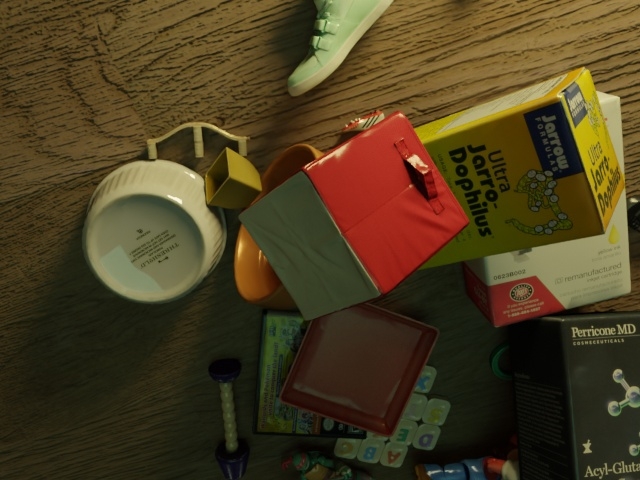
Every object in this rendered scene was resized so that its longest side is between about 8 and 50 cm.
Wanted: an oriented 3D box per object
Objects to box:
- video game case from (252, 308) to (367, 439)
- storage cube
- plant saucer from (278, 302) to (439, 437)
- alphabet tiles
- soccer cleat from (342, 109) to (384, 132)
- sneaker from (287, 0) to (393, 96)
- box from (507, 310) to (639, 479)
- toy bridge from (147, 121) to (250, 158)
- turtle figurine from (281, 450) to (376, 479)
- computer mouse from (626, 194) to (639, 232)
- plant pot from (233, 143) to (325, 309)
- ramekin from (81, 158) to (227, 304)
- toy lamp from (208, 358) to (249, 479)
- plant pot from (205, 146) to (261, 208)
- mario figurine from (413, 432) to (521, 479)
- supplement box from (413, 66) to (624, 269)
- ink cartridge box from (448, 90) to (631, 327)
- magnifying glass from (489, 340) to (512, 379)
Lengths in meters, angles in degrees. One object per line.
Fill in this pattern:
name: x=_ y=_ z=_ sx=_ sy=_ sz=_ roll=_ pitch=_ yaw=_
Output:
video game case: x=-0.011 y=0.287 z=1.291 sx=0.248 sy=0.035 sz=0.275 roll=5 pitch=102 yaw=-6
storage cube: x=0.042 y=-0.030 z=0.818 sx=0.193 sy=0.215 sz=0.184 roll=-35 pitch=95 yaw=-35
plant saucer: x=0.077 y=0.249 z=1.248 sx=0.258 sy=0.048 sz=0.259 roll=21 pitch=100 yaw=-9
alphabet tiles: x=0.144 y=0.389 z=1.365 sx=0.284 sy=0.021 sz=0.278 roll=14 pitch=108 yaw=-10
soccer cleat: x=0.082 y=-0.215 z=1.137 sx=0.083 sy=0.029 sz=0.035 roll=-25 pitch=106 yaw=0
sneaker: x=-0.005 y=-0.379 z=1.034 sx=0.151 sy=0.094 sz=0.256 roll=39 pitch=93 yaw=-22
box: x=0.560 y=0.339 z=1.185 sx=0.293 sy=0.212 sz=0.395 roll=-2 pitch=83 yaw=-11
toy bridge: x=-0.225 y=-0.186 z=1.124 sx=0.188 sy=0.026 sz=0.063 roll=-3 pitch=109 yaw=-5
turtle figurine: x=0.006 y=0.530 z=1.356 sx=0.175 sy=0.118 sz=0.234 roll=-39 pitch=124 yaw=25
computer mouse: x=0.704 y=-0.028 z=1.254 sx=0.242 sy=0.041 sz=0.071 roll=29 pitch=114 yaw=-21
plant pot: x=0.000 y=0.000 z=1.090 sx=0.203 sy=0.291 sz=0.291 roll=21 pitch=108 yaw=-28
ramekin: x=-0.312 y=-0.006 z=1.129 sx=0.273 sy=0.127 sz=0.273 roll=-1 pitch=110 yaw=-4
toy lamp: x=-0.196 y=0.392 z=1.312 sx=0.080 sy=0.080 sz=0.275 roll=-2 pitch=108 yaw=-4
plant pot: x=-0.156 y=-0.107 z=1.124 sx=0.083 sy=0.081 sz=0.081 roll=19 pitch=131 yaw=-33
mario figurine: x=0.379 y=0.548 z=1.356 sx=0.320 sy=0.198 sz=0.170 roll=-13 pitch=97 yaw=5
supplement box: x=0.240 y=-0.095 z=0.929 sx=0.356 sy=0.194 sz=0.195 roll=-14 pitch=105 yaw=38
ink cartridge box: x=0.406 y=-0.065 z=1.146 sx=0.279 sy=0.160 sz=0.385 roll=-14 pitch=110 yaw=0
magnifying glass: x=0.488 y=0.247 z=1.339 sx=0.231 sy=0.026 sz=0.092 roll=-17 pitch=110 yaw=1
